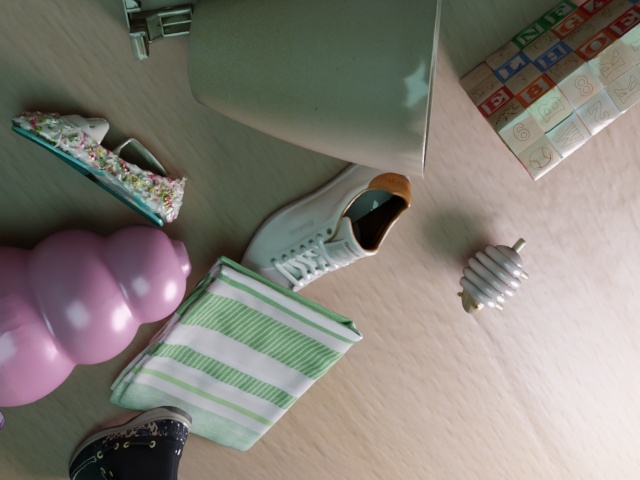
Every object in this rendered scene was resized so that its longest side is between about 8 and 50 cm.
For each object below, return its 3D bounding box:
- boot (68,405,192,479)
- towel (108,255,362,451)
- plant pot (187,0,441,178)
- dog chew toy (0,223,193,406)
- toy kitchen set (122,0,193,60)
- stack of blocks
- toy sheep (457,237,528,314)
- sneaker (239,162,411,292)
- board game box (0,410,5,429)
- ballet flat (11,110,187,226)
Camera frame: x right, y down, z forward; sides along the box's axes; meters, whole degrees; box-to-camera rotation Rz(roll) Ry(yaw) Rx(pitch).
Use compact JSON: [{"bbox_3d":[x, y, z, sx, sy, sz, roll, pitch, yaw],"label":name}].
[{"bbox_3d":[-0.287,0.358,1.399,0.236,0.179,0.085,-31,129,24],"label":"boot"},{"bbox_3d":[-0.124,0.177,1.378,0.247,0.038,0.325,27,125,-22],"label":"towel"},{"bbox_3d":[-0.004,-0.210,1.116,0.273,0.256,0.257,5,120,8],"label":"plant pot"},{"bbox_3d":[-0.326,0.080,1.245,0.331,0.207,0.207,-21,121,-5],"label":"dog chew toy"},{"bbox_3d":[-0.188,-0.261,1.129,0.075,0.083,0.068,-9,121,-3],"label":"toy kitchen set"},{"bbox_3d":[0.330,-0.227,1.175,0.297,0.171,0.087,-38,118,12],"label":"stack of blocks"},{"bbox_3d":[0.247,0.050,1.374,0.091,0.091,0.132,32,97,-23],"label":"toy sheep"},{"bbox_3d":[0.000,0.000,1.286,0.290,0.123,0.106,-42,119,17],"label":"sneaker"},{"bbox_3d":[-0.550,0.180,1.274,0.144,0.142,0.275,-17,113,1],"label":"board game box"},{"bbox_3d":[-0.271,-0.107,1.220,0.241,0.091,0.077,36,79,-29],"label":"ballet flat"}]
